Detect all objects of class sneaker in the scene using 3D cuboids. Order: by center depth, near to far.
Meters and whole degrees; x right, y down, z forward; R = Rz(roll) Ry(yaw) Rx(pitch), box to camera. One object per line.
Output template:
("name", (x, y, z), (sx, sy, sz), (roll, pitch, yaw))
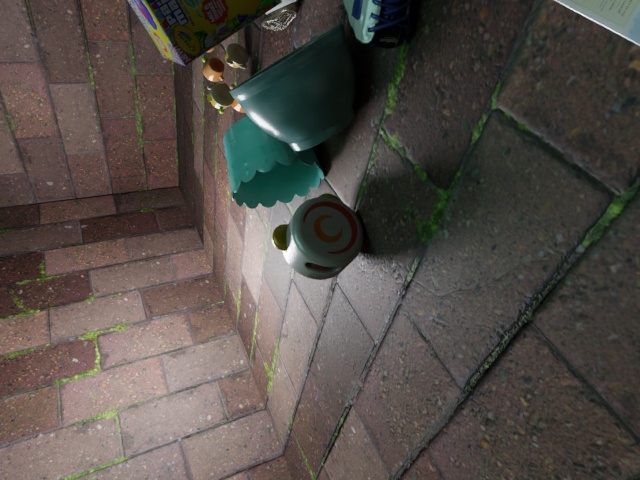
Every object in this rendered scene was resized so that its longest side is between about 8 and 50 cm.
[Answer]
("sneaker", (0.131, -0.456, 0.784), (0.315, 0.127, 0.183), (177, 78, -71))
("sneaker", (-0.112, -0.666, 1.268), (0.188, 0.066, 0.071), (14, 96, 57))

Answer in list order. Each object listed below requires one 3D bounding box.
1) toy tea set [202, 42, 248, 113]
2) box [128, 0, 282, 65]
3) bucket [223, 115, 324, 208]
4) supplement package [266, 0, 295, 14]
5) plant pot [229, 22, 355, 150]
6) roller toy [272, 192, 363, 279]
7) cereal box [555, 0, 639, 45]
("toy tea set", (-0.357, -0.614, 1.622), (0.124, 0.199, 0.337), (-25, 78, 56))
("box", (-0.286, -0.589, 0.940), (0.177, 0.279, 0.290), (38, 163, 46))
("bucket", (-0.140, -0.229, 1.259), (0.281, 0.280, 0.183), (-43, 61, 61))
("supplement package", (-0.091, -0.672, 1.013), (0.203, 0.149, 0.194), (57, 166, -29))
("plant pot", (-0.037, -0.335, 1.024), (0.196, 0.293, 0.293), (59, 162, -23))
("roller toy", (0.000, 0.000, 1.134), (0.191, 0.209, 0.146), (52, 150, 8))
("cereal box", (0.336, -0.337, 0.473), (0.240, 0.047, 0.173), (59, 149, 34))
